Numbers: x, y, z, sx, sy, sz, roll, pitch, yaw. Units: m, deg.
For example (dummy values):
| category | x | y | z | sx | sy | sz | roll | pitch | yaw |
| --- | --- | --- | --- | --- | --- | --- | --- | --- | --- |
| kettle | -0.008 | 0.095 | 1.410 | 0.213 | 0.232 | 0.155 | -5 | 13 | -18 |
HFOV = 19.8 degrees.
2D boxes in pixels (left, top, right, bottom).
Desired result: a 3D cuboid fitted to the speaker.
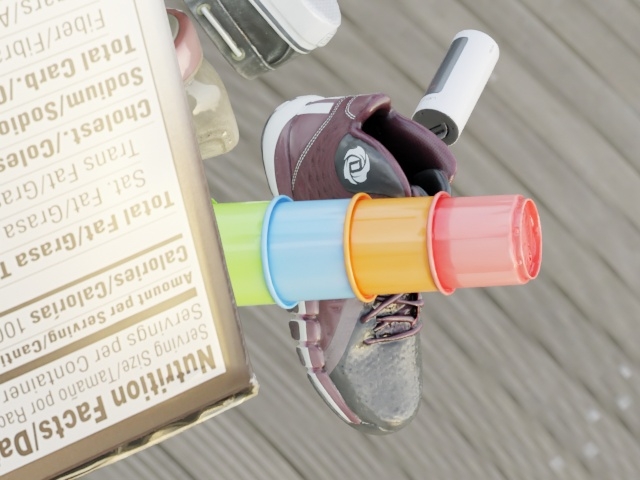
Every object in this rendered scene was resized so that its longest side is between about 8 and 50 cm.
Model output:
| category | x | y | z | sx | sy | sz | roll | pitch | yaw |
| --- | --- | --- | --- | --- | --- | --- | --- | --- | --- |
| speaker | 0.144 | -0.162 | 1.945 | 0.055 | 0.055 | 0.136 | 35 | 52 | -8 |

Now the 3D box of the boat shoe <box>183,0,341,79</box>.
| category | x | y | z | sx | sy | sz | roll | pitch | yaw |
| --- | --- | --- | --- | --- | --- | --- | --- | --- | --- |
| boat shoe | -0.127 | -0.264 | 1.519 | 0.335 | 0.119 | 0.121 | 48 | 19 | -17 |

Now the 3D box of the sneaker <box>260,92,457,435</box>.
| category | x | y | z | sx | sy | sz | roll | pitch | yaw |
| --- | --- | --- | --- | --- | --- | --- | --- | --- | --- |
| sneaker | 0.050 | 0.016 | 1.421 | 0.106 | 0.162 | 0.281 | -21 | 97 | -38 |

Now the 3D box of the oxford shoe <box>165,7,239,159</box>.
| category | x | y | z | sx | sy | sz | roll | pitch | yaw |
| --- | --- | --- | --- | --- | --- | --- | --- | --- | --- |
| oxford shoe | -0.261 | -0.067 | 1.606 | 0.146 | 0.397 | 0.140 | 58 | 26 | -36 |

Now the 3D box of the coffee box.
| category | x | y | z | sx | sy | sz | roll | pitch | yaw |
| --- | --- | --- | --- | --- | --- | --- | --- | --- | --- |
| coffee box | -0.122 | -0.099 | 0.367 | 0.119 | 0.297 | 0.168 | -24 | 37 | -17 |

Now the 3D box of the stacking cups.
| category | x | y | z | sx | sy | sz | roll | pitch | yaw |
| --- | --- | --- | --- | --- | --- | --- | --- | --- | --- |
| stacking cups | 0.000 | 0.000 | 1.332 | 0.096 | 0.316 | 0.096 | -6 | 90 | -69 |
